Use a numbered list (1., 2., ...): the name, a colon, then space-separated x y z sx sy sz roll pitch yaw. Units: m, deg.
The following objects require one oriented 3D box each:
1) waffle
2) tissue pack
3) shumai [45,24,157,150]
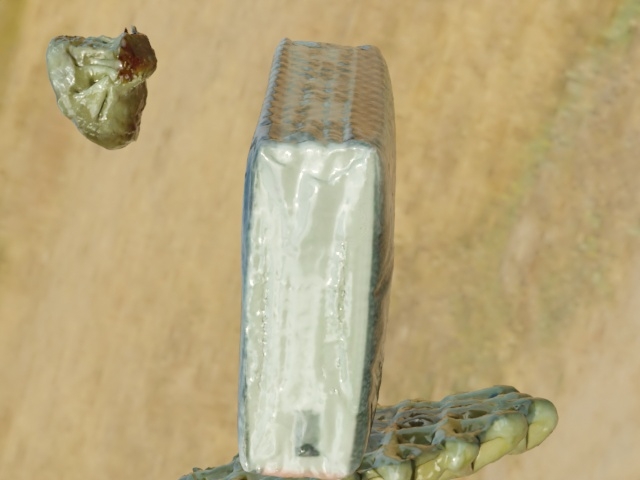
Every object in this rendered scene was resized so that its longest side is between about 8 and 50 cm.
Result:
1. waffle: 0.041 0.184 1.462 0.292 0.309 0.056 -10 93 48
2. tissue pack: 0.000 0.000 1.187 0.316 0.103 0.228 -84 -2 -72
3. shumai: -0.192 -0.153 1.601 0.087 0.124 0.099 -22 39 24
